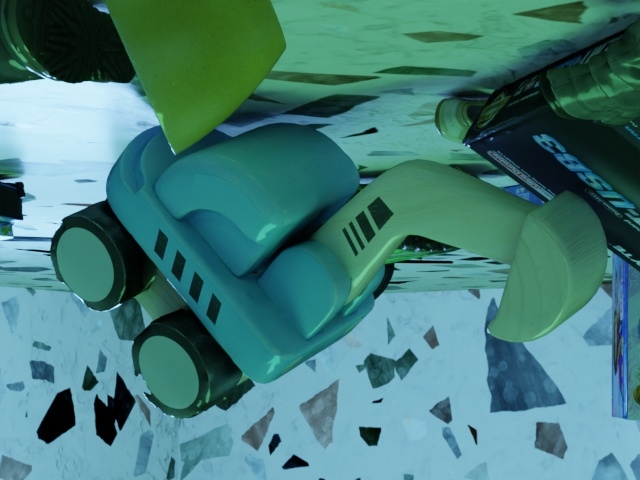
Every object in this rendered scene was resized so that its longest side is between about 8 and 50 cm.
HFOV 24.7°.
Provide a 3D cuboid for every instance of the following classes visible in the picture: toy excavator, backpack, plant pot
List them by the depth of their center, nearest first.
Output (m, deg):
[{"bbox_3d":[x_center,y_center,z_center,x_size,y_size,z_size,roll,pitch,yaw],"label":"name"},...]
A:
[{"bbox_3d":[-0.078,-0.135,0.940,0.095,0.134,0.134,-25,174,-3],"label":"plant pot"},{"bbox_3d":[0.000,0.000,1.420,0.222,0.433,0.445,-28,163,-48],"label":"toy excavator"},{"bbox_3d":[-0.462,-0.040,1.940,0.114,0.084,0.105,-1,172,41],"label":"backpack"}]

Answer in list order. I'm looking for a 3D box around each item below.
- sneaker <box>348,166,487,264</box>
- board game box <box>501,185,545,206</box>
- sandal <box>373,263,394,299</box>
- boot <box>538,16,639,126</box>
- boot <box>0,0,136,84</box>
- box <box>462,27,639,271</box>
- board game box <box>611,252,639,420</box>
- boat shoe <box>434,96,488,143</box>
[{"bbox_3d":[0.080,-0.015,1.913,0.343,0.134,0.146,-3,173,26],"label":"sneaker"},{"bbox_3d":[0.353,-0.058,1.956,0.136,0.035,0.201,5,172,-35],"label":"board game box"},{"bbox_3d":[0.048,0.066,2.339,0.167,0.107,0.446,-20,176,39],"label":"sandal"},{"bbox_3d":[0.212,-0.122,0.951,0.161,0.083,0.246,-25,164,27],"label":"boot"},{"bbox_3d":[-0.262,-0.146,1.083,0.208,0.076,0.189,6,173,17],"label":"boot"},{"bbox_3d":[0.304,-0.049,1.255,0.295,0.073,0.293,36,164,-12],"label":"box"},{"bbox_3d":[0.467,0.104,2.144,0.066,0.319,0.318,1,173,8],"label":"board game box"},{"bbox_3d":[0.183,-0.109,1.414,0.153,0.056,0.048,13,173,-32],"label":"boat shoe"}]
